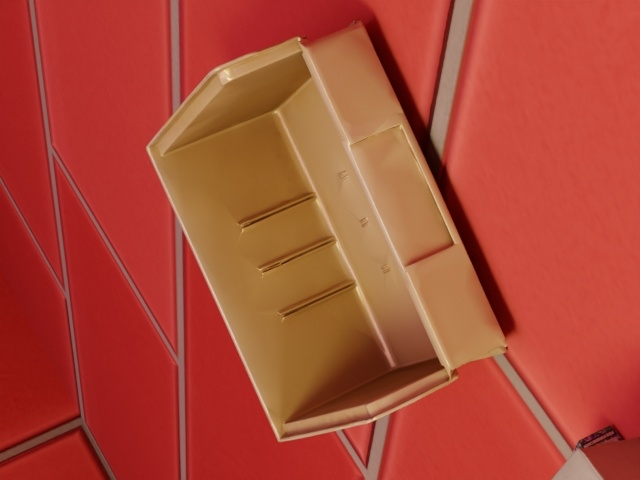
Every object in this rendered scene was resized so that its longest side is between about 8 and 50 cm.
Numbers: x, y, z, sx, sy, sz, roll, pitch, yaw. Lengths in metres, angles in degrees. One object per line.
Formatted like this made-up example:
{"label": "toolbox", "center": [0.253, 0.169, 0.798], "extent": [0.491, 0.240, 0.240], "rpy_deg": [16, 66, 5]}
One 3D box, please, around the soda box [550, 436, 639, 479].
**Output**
{"label": "soda box", "center": [0.225, 0.246, 0.901], "extent": [0.286, 0.091, 0.098], "rpy_deg": [55, 128, 31]}

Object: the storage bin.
{"label": "storage bin", "center": [0.000, 0.000, 1.212], "extent": [0.262, 0.123, 0.260], "rpy_deg": [66, 161, 2]}

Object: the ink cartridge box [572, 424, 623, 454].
{"label": "ink cartridge box", "center": [0.200, 0.180, 1.031], "extent": [0.115, 0.029, 0.063], "rpy_deg": [56, 158, 30]}
